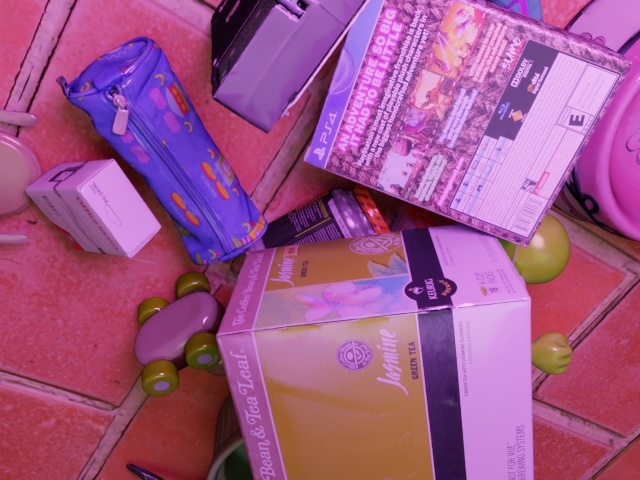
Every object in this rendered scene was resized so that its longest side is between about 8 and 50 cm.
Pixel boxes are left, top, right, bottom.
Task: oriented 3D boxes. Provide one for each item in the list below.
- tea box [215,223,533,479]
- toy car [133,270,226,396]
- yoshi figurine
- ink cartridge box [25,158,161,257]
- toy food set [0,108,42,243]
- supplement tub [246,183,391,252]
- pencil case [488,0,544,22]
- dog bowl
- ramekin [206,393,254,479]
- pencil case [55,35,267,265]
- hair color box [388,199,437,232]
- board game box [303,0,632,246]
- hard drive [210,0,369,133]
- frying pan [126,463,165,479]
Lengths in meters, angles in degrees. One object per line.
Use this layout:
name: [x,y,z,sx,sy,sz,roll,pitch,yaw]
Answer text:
tea box: [0.075,0.180,0.745,0.324,0.220,0.328,-7,113,5]
toy car: [-0.174,0.171,0.922,0.149,0.155,0.188,-33,133,10]
yoshi figurine: [0.292,0.095,0.912,0.204,0.203,0.362,15,136,27]
ink cartridge box: [-0.291,-0.041,0.766,0.151,0.063,0.109,4,134,42]
toy food set: [-0.436,-0.090,0.782,0.133,0.038,0.191,8,114,-22]
supplement tub: [0.000,0.000,0.859,0.191,0.117,0.117,-28,121,8]
pencil case: [0.255,-0.284,0.762,0.065,0.070,0.151,-27,120,6]
dog bowl: [0.508,-0.168,0.830,0.409,0.150,0.407,-5,122,-8]
ramekin: [-0.046,0.367,1.050,0.304,0.148,0.303,-4,121,-7]
pencil case: [-0.185,-0.102,0.758,0.120,0.133,0.306,-27,122,6]
hair color box: [0.139,0.004,0.871,0.043,0.141,0.071,13,118,-17]
board game box: [0.161,-0.166,0.720,0.291,0.141,0.232,22,118,2]
hard drive: [-0.017,-0.262,0.571,0.064,0.339,0.237,30,110,-24]
frying pan: [-0.199,0.512,1.096,0.326,0.197,0.053,35,71,-28]
